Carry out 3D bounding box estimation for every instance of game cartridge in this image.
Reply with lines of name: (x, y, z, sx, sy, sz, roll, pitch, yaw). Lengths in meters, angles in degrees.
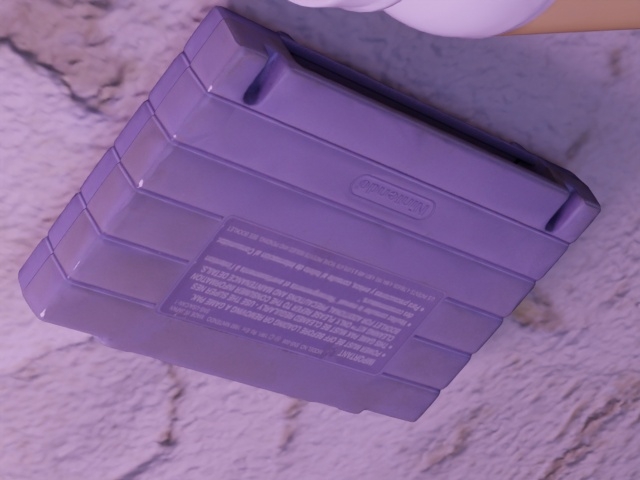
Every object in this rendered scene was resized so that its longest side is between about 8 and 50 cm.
game cartridge: (0.000, 0.000, 1.160, 0.355, 0.068, 0.230, 21, 121, -43)

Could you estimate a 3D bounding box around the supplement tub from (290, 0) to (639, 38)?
supplement tub: (0.138, -0.224, 0.888, 0.331, 0.241, 0.241, -6, 132, -27)
